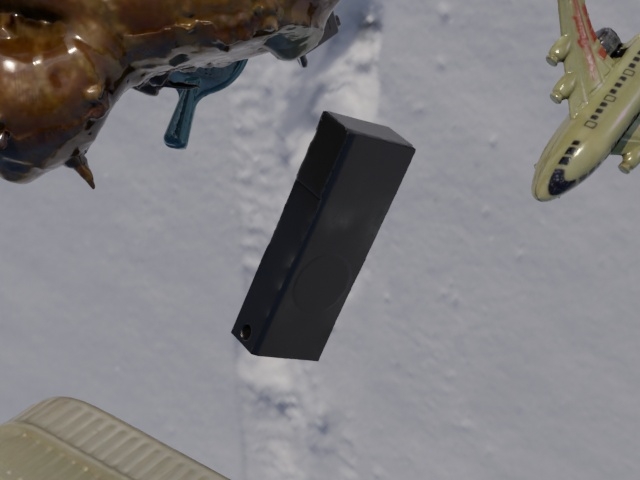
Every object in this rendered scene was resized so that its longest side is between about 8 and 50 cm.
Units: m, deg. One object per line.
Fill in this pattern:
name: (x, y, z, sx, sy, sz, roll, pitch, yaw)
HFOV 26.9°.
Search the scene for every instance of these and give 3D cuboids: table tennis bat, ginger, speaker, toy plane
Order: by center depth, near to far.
ginger: (-0.164, -0.175, 1.115, 0.418, 0.176, 0.254, -8, 95, 3)
speaker: (0.000, 0.000, 1.164, 0.044, 0.082, 0.218, 40, 112, 45)
toy plane: (0.260, -0.127, 1.169, 0.229, 0.244, 0.092, 43, 174, -14)
table tennis bat: (-0.154, -0.208, 1.674, 0.124, 0.201, 0.033, 11, 166, 19)

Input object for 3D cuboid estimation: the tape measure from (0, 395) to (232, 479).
tape measure: (-0.102, 0.243, 0.760, 0.271, 0.133, 0.231, 22, 120, 19)

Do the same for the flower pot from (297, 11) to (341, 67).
flower pot: (-0.042, -0.399, 2.069, 0.179, 0.084, 0.251, 69, 177, -55)
